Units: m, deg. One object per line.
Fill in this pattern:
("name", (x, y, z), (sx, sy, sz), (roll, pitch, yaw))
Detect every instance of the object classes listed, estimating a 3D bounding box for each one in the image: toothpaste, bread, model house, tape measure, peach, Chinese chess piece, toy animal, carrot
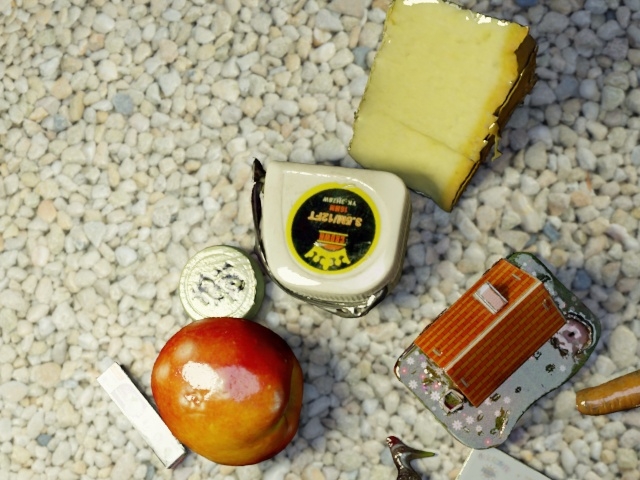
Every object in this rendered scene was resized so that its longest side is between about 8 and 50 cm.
("toothpaste", (-0.293, 0.289, 1.416), (0.047, 0.040, 0.196), (-42, 77, -3))
("bread", (0.170, -0.198, 1.279), (0.248, 0.315, 0.279), (30, 98, 14))
("model house", (0.271, 0.159, 1.271), (0.294, 0.154, 0.207), (-43, 76, -3))
("tape measure", (0.000, 0.000, 1.365), (0.271, 0.133, 0.231), (9, 76, 13))
("peach", (-0.144, 0.231, 1.319), (0.244, 0.199, 0.243), (6, 109, 18))
("Chinese chess piece", (-0.164, 0.078, 1.414), (0.144, 0.058, 0.144), (-1, 81, 9))
("toy animal", (0.139, 0.392, 1.305), (0.105, 0.070, 0.202), (-1, 57, -21))
("carrot", (0.474, 0.223, 1.280), (0.186, 0.060, 0.060), (-16, 79, 8))

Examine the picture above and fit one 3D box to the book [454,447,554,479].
("book", (0.263, 0.482, 1.300), (0.208, 0.020, 0.295), (28, 87, 14))
